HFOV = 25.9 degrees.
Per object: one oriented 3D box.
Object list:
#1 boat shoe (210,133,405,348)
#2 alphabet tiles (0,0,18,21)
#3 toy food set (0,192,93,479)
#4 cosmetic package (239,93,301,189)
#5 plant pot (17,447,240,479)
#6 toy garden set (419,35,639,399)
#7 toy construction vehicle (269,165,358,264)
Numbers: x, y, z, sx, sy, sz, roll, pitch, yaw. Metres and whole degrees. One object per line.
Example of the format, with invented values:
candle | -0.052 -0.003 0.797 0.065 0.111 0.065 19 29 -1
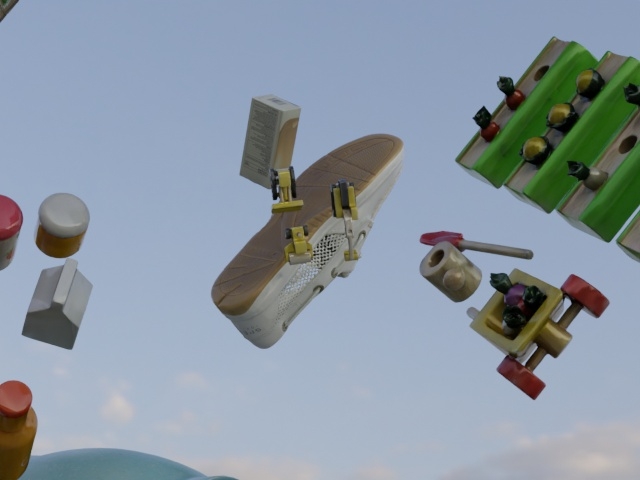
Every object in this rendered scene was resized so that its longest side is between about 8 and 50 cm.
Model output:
boat shoe | 0.000 0.000 1.481 0.098 0.277 0.096 19 -31 49
alphabet tiles | -0.500 -0.420 2.011 0.009 0.237 0.198 -10 -17 -42
toy food set | -0.222 0.041 0.980 0.111 0.232 0.104 19 -37 -8
cosmetic package | -0.068 -0.133 1.873 0.060 0.115 0.041 28 28 33
plant pot | -0.136 0.289 1.083 0.196 0.293 0.293 -20 -29 24
toy garden set | 0.131 -0.030 0.826 0.049 0.204 0.244 39 -1 -26
toy construction vehicle | -0.005 -0.025 1.366 0.086 0.098 0.035 -5 7 -8
